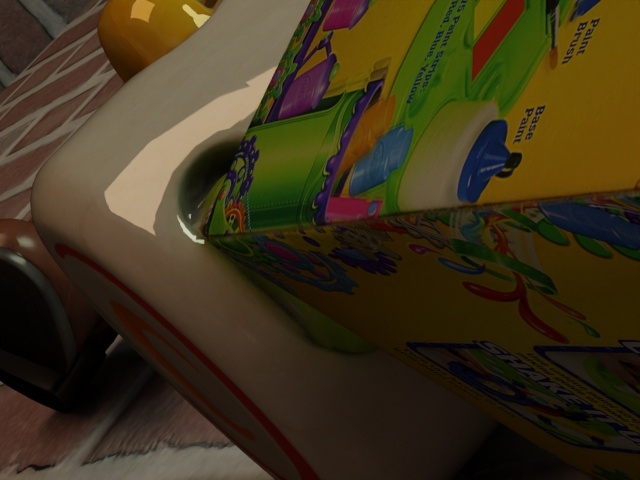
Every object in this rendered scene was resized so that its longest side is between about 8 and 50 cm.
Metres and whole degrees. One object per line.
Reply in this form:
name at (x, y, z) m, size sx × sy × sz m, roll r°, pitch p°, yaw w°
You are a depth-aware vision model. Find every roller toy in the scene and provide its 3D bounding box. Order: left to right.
roller toy at (0.000, 0.000, 0.662) m, size 0.146 × 0.191 × 0.209 m, roll -46°, pitch 41°, yaw -13°

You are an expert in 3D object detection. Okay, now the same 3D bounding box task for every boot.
boot at (-0.116, -0.049, 1.042) m, size 0.280 × 0.096 × 0.264 m, roll -63°, pitch -13°, yaw -16°

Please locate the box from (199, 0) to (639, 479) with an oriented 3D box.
box at (0.151, -0.088, 0.451) m, size 0.290 × 0.177 × 0.279 m, roll -63°, pitch 21°, yaw -14°
